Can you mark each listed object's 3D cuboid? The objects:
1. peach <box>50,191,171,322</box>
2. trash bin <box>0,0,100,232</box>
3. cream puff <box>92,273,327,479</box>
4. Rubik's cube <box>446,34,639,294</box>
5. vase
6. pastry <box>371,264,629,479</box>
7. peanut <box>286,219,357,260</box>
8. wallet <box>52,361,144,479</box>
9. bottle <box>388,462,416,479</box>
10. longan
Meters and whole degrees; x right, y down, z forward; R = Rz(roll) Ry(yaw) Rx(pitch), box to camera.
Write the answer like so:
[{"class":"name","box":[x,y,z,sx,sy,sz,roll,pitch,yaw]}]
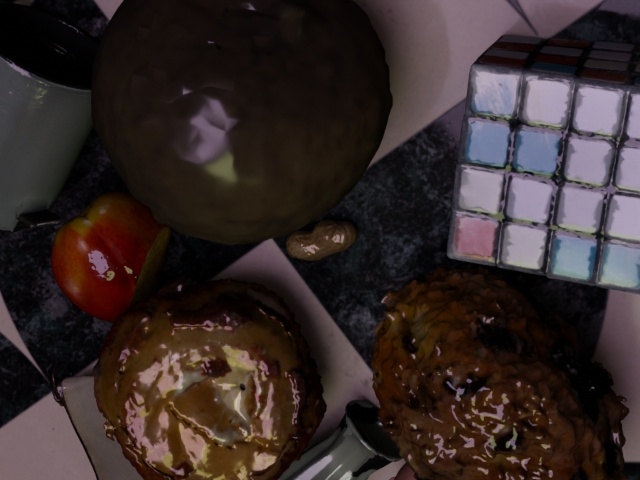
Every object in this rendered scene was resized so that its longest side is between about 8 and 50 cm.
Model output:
[{"class":"peach","box":[-0.301,0.030,1.881,0.190,0.190,0.192,-31,111,26]},{"class":"trash bin","box":[-0.444,-0.180,1.841,0.277,0.217,0.262,43,119,20]},{"class":"cream puff","box":[-0.158,0.213,1.863,0.351,0.228,0.350,0,94,-5]},{"class":"Rubik's cube","box":[0.316,-0.108,1.579,0.256,0.253,0.258,9,112,16]},{"class":"vase","box":[-0.028,0.402,1.941,0.165,0.165,0.360,44,111,1]},{"class":"pastry","box":[0.237,0.223,1.680,0.292,0.337,0.405,-35,94,17]},{"class":"peanut","box":[0.000,0.000,1.842,0.113,0.054,0.053,-17,102,24]},{"class":"wallet","box":[-0.282,0.341,2.057,0.275,0.068,0.335,-7,112,25]},{"class":"bottle","box":[0.210,0.403,1.857,0.237,0.147,0.147,33,116,9]},{"class":"longan","box":[-0.109,-0.186,1.632,0.391,0.391,0.391,6,110,17]}]
